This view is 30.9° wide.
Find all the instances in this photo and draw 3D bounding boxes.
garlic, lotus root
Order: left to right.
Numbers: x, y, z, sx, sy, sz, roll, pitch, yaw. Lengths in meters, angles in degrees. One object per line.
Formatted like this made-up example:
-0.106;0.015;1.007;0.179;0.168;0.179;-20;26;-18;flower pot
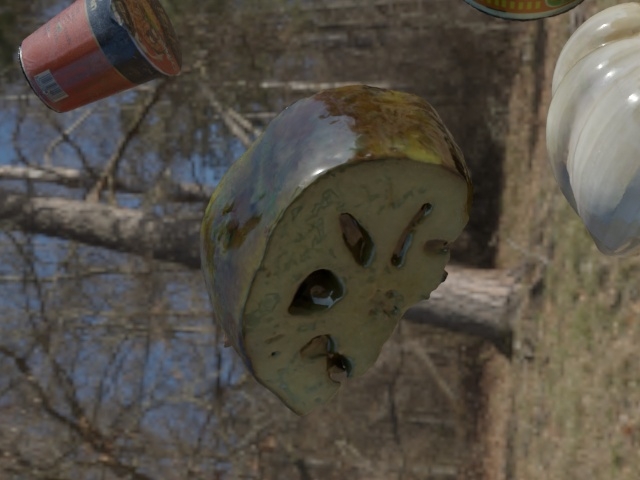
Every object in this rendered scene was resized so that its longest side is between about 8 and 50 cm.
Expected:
0.000;0.000;0.817;0.235;0.138;0.119;-55;25;15;lotus root
0.281;-0.080;0.996;0.184;0.281;0.203;0;-54;-41;garlic

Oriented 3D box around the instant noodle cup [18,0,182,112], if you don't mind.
-0.233;-0.199;1.204;0.127;0.135;0.127;55;-160;-31;instant noodle cup

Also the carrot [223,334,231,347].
-0.065;0.065;1.339;0.205;0.072;0.072;-55;4;38;carrot

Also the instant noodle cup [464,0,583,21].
0.132;-0.242;0.730;0.185;0.168;0.168;81;-161;-60;instant noodle cup
